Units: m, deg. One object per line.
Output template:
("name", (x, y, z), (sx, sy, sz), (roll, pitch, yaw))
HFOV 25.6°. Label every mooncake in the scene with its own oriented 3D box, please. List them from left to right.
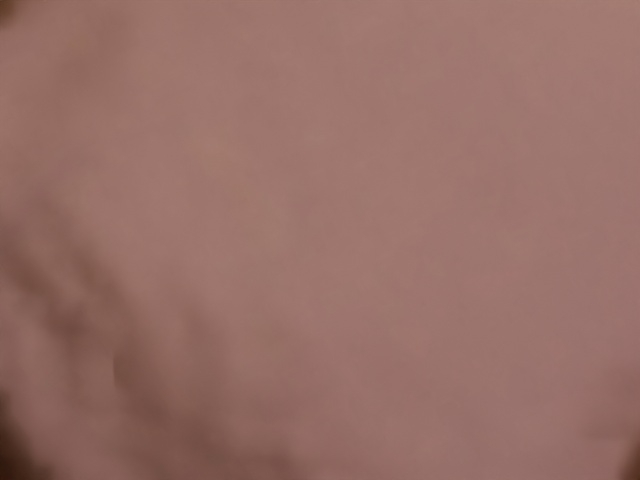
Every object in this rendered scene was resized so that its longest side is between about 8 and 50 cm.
("mooncake", (0.000, 0.000, 0.368), (0.235, 0.117, 0.234), (3, 102, 14))
